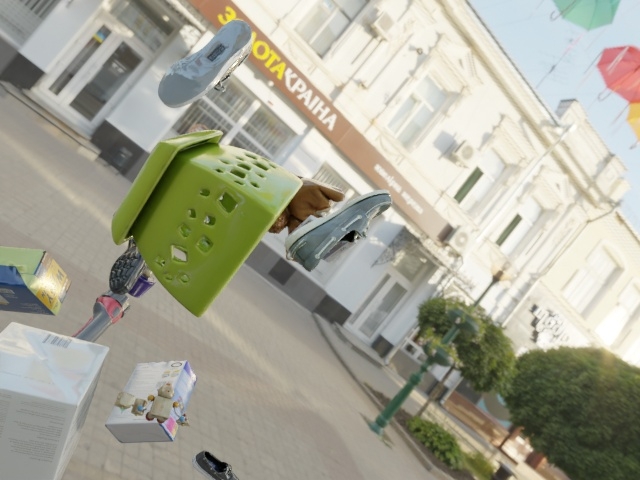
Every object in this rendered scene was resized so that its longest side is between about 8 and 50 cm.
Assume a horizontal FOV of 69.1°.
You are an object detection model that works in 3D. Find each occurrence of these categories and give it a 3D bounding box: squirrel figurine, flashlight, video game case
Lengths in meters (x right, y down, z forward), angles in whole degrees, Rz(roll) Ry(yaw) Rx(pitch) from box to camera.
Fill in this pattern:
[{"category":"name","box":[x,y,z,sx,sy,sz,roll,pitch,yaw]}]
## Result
[{"category":"squirrel figurine","box":[-0.110,-0.098,2.067,0.397,0.370,0.281,18,10,-11]},{"category":"flashlight","box":[-0.699,0.265,1.399,0.103,0.103,0.304,34,31,-4]},{"category":"video game case","box":[0.000,0.000,1.690,0.201,0.023,0.183,27,-39,-21]}]

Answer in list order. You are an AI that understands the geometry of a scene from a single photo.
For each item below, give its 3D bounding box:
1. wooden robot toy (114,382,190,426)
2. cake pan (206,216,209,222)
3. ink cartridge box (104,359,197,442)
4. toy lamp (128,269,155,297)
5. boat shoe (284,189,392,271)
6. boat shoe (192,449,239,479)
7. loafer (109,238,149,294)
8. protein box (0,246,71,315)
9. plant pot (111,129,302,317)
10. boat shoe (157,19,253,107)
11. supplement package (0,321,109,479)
[{"category":"wooden robot toy","box":[-0.363,0.358,1.040,0.173,0.079,0.076,24,-39,-19]},{"category":"cake pan","box":[-0.381,-0.024,1.614,0.054,0.293,0.293,0,12,-18]},{"category":"ink cartridge box","box":[-0.742,0.699,2.113,0.395,0.270,0.151,-81,160,-52]},{"category":"toy lamp","box":[-0.490,0.048,1.398,0.080,0.275,0.080,35,1,0]},{"category":"boat shoe","box":[0.065,-0.025,1.147,0.099,0.319,0.116,54,-27,16]},{"category":"boat shoe","box":[-0.381,0.877,1.774,0.228,0.076,0.080,44,16,-11]},{"category":"loafer","box":[-0.450,0.052,1.145,0.223,0.076,0.078,-87,164,-48]},{"category":"protein box","box":[-0.963,0.132,1.497,0.199,0.136,0.201,5,-34,1]},{"category":"plant pot","box":[-0.188,-0.052,0.772,0.207,0.227,0.228,37,20,-4]},{"category":"boat shoe","box":[-0.296,-0.449,1.228,0.113,0.306,0.105,36,-13,4]},{"category":"supplement package","box":[-0.574,0.341,0.907,0.199,0.263,0.198,20,15,-14]}]
